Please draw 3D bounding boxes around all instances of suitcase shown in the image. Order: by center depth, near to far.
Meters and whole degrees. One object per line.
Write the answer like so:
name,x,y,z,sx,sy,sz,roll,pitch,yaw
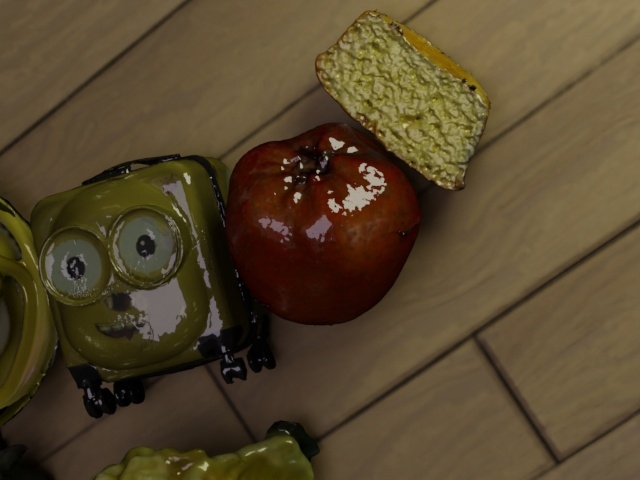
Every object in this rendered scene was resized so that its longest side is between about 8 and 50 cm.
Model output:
suitcase,-0.167,0.038,1.769,0.194,0.143,0.235,-16,89,21

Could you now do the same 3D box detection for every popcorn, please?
popcorn,-0.139,0.340,1.739,0.293,0.237,0.293,-5,130,-5

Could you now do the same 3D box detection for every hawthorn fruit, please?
hawthorn fruit,0.000,0.000,1.693,0.185,0.185,0.202,14,131,18

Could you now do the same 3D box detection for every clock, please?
clock,-0.401,0.067,1.804,0.071,0.293,0.277,-17,50,54

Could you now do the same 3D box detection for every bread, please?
bread,0.086,-0.132,1.703,0.187,0.065,0.103,39,105,14

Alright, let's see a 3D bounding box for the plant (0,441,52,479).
plant,-0.382,0.243,1.879,0.203,0.142,0.131,8,89,28
